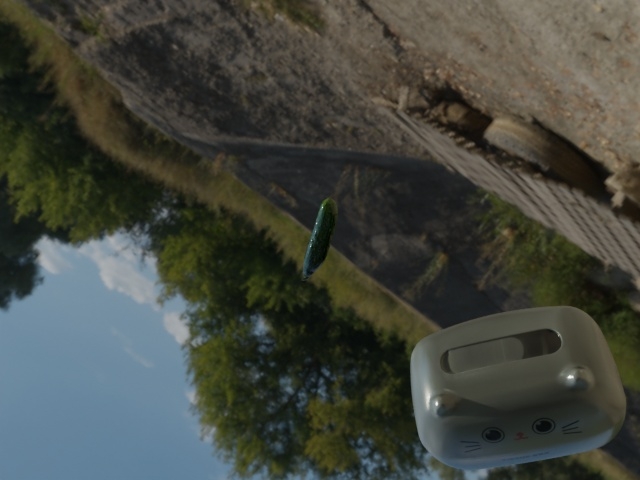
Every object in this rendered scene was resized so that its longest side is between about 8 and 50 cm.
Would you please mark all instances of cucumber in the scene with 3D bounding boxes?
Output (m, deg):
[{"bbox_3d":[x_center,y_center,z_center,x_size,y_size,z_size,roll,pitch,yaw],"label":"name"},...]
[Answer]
[{"bbox_3d":[0.000,0.000,1.120,0.037,0.155,0.037,15,-156,-7],"label":"cucumber"}]

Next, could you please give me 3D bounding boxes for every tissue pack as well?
[{"bbox_3d":[0.315,0.239,1.146,0.236,0.333,0.229,58,-158,-49],"label":"tissue pack"}]
